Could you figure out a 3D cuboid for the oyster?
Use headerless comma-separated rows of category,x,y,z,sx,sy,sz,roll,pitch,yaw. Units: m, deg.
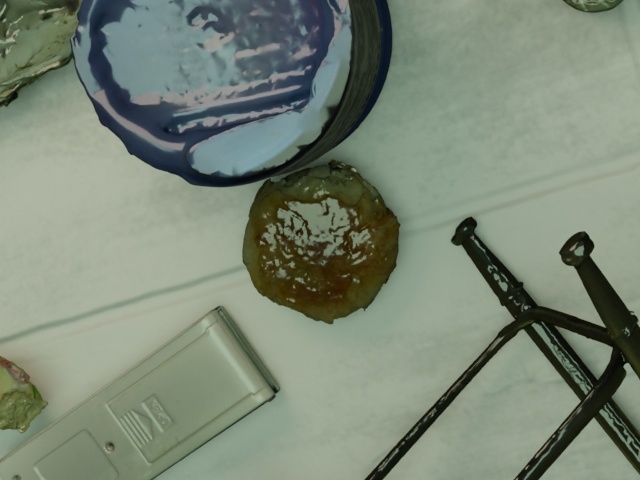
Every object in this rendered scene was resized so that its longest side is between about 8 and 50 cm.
oyster,-0.309,-0.184,1.561,0.199,0.087,0.252,29,94,15

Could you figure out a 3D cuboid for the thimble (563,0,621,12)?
thimble,0.241,-0.258,1.465,0.084,0.062,0.110,-1,98,10

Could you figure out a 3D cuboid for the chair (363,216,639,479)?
chair,0.195,0.252,1.389,0.410,0.362,0.364,42,85,-9

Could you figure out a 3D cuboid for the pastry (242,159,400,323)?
pastry,0.000,0.003,1.532,0.153,0.081,0.153,1,96,9

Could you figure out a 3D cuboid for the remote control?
remote control,-0.179,0.182,1.603,0.277,0.055,0.103,-35,90,14

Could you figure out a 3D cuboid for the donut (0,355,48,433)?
donut,-0.346,0.178,1.614,0.166,0.065,0.108,-48,48,5

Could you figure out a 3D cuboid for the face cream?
face cream,-0.070,-0.177,1.450,0.249,0.225,0.249,1,97,9
